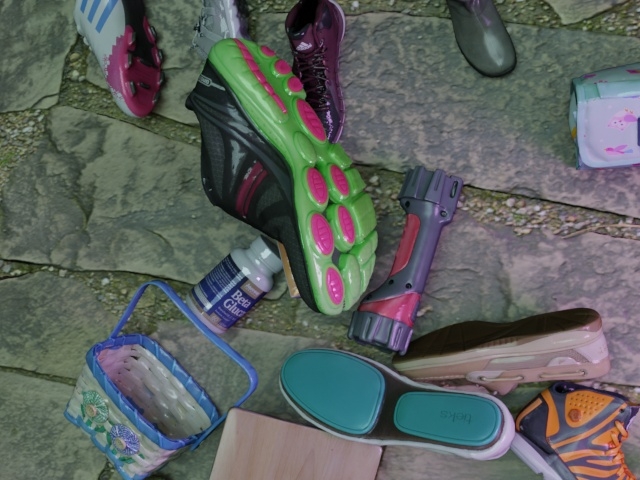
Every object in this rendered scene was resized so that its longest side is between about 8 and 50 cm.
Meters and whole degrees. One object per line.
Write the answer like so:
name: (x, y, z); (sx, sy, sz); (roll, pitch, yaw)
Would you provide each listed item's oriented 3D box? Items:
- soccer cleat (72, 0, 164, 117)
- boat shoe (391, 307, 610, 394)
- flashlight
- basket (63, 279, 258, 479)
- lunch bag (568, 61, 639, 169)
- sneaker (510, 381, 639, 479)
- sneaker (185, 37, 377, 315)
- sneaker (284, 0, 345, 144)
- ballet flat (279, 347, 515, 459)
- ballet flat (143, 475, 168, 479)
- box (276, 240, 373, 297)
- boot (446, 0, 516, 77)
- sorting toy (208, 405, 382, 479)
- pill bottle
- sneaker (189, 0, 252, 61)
soccer cleat: (-0.372, -0.368, 1.794); (0.143, 0.116, 0.331); (-13, 80, 28)
boat shoe: (0.279, 0.193, 1.576); (0.341, 0.121, 0.110); (-11, 106, 25)
flashlight: (0.133, 0.030, 1.622); (0.103, 0.103, 0.304); (22, 77, -27)
basket: (-0.267, 0.245, 1.662); (0.255, 0.201, 0.289); (42, 105, 14)
lunch bag: (0.484, -0.191, 1.484); (0.223, 0.262, 0.160); (-4, 85, 12)
sneaker: (0.452, 0.341, 1.518); (0.321, 0.124, 0.180); (41, 96, 15)
sneaker: (-0.068, -0.090, 1.587); (0.202, 0.185, 0.482); (-40, 66, 36)
sneaker: (-0.025, -0.285, 1.664); (0.106, 0.162, 0.281); (0, 85, 14)
ballet flat: (0.120, 0.274, 1.588); (0.400, 0.139, 0.139); (10, 88, 29)
ballet flat: (-0.206, 0.538, 1.671); (0.348, 0.123, 0.123); (43, 96, 13)
box: (0.000, 0.000, 1.674); (0.130, 0.091, 0.170); (-17, 82, 12)
boot: (0.236, -0.386, 1.609); (0.083, 0.161, 0.246); (-25, 80, 11)
sorting toy: (-0.061, 0.418, 1.623); (0.255, 0.089, 0.257); (16, 90, -8)
pill bottle: (-0.140, 0.072, 1.700); (0.169, 0.094, 0.094); (-43, 78, 7)
sneaker: (-0.185, -0.371, 1.739); (0.115, 0.105, 0.281); (-16, 83, 12)
